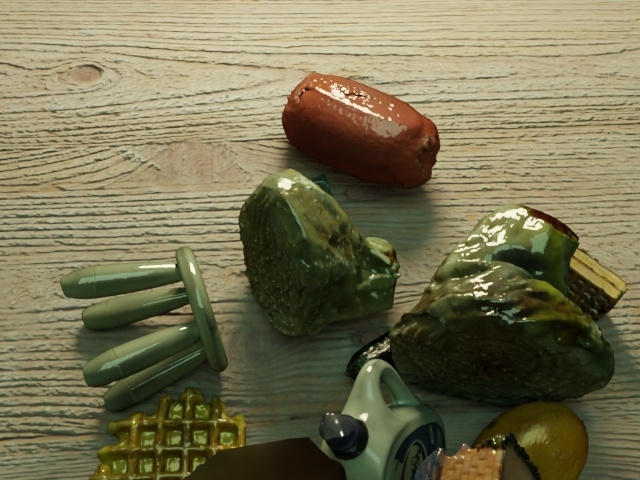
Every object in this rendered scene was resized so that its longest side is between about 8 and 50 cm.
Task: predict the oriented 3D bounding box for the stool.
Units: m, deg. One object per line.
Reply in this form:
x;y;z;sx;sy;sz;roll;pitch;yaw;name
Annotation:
-0.255;0.124;1.373;0.199;0.195;0.195;-16;67;-10;stool

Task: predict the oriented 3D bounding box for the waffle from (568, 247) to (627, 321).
0.412;0.061;1.503;0.148;0.102;0.042;39;64;15;waffle

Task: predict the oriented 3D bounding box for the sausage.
0.067;-0.183;1.570;0.280;0.152;0.152;26;65;11;sausage

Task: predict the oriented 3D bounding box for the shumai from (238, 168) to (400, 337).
0.000;0.000;1.447;0.222;0.225;0.260;-24;107;-26;shumai

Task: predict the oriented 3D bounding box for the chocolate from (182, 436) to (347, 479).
-0.053;0.454;1.164;0.326;0.297;0.314;-20;38;31;chocolate

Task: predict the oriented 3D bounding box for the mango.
0.276;0.338;1.349;0.262;0.109;0.157;-38;103;-6;mango

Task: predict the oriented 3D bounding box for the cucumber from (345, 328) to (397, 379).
0.141;0.153;1.462;0.245;0.067;0.067;-34;71;-17;cucumber

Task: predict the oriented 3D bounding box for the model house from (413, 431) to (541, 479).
0.193;0.364;1.204;0.172;0.183;0.166;-15;42;33;model house

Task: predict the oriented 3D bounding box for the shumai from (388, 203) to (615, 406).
0.271;0.084;1.396;0.304;0.309;0.263;-16;49;39;shumai

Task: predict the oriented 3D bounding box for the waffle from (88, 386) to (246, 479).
-0.219;0.318;1.358;0.229;0.057;0.219;1;64;-3;waffle

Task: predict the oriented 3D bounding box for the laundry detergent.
0.078;0.277;1.273;0.105;0.280;0.214;-1;60;31;laundry detergent

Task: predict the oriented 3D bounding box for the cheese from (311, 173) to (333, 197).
-0.042;-0.076;1.576;0.121;0.026;0.067;-13;67;-11;cheese
